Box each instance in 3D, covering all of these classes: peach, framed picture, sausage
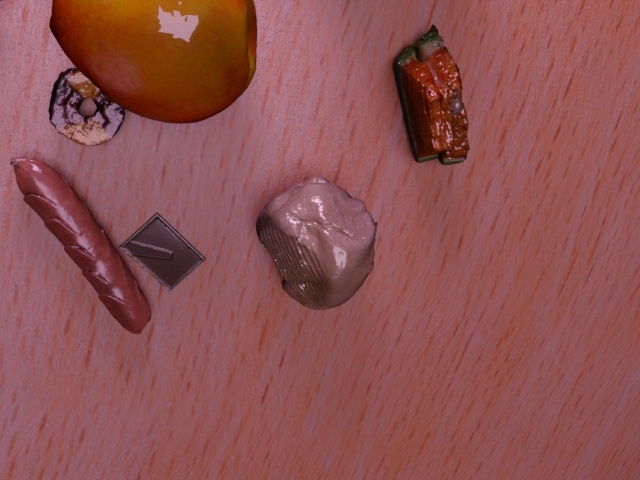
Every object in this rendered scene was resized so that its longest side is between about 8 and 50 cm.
[{"bbox_3d":[-0.271,-0.353,0.852,0.333,0.308,0.307,4,108,-8],"label":"peach"},{"bbox_3d":[-0.339,0.027,1.110,0.109,0.011,0.149,-41,115,-1],"label":"framed picture"},{"bbox_3d":[-0.465,0.017,1.029,0.088,0.088,0.433,-29,115,-6],"label":"sausage"}]

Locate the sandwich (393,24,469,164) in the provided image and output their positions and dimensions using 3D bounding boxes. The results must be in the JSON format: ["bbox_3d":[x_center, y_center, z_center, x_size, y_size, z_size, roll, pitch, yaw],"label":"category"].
[{"bbox_3d":[0.241,-0.277,1.091,0.109,0.212,0.292,-15,127,4],"label":"sandwich"}]

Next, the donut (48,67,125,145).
[{"bbox_3d":[-0.433,-0.251,0.956,0.141,0.059,0.140,-5,109,-16],"label":"donut"}]

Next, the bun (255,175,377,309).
[{"bbox_3d":[0.008,-0.002,1.096,0.205,0.282,0.281,-41,118,-28],"label":"bun"}]
